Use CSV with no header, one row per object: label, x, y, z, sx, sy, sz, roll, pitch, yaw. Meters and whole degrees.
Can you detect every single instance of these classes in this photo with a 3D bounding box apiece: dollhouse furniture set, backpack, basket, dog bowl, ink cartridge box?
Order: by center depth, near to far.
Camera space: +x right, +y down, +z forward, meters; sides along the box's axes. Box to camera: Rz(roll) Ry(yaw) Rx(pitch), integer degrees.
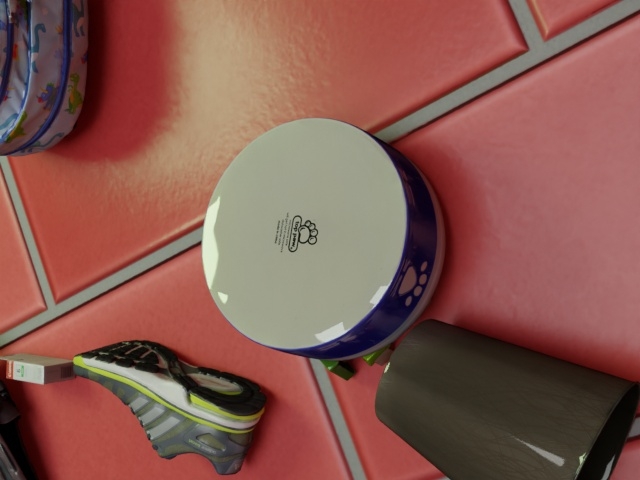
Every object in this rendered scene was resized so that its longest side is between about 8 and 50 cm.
basket,0.182,0.187,0.984,0.226,0.154,0.204,26,107,31
dog bowl,0.000,0.000,1.069,0.264,0.104,0.265,-7,76,28
dollhouse furniture set,0.065,0.098,1.117,0.152,0.058,0.076,-47,61,3
backpack,-0.450,-0.290,1.291,0.290,0.273,0.356,-2,104,24
ink cartridge box,-0.420,0.186,1.383,0.115,0.063,0.029,2,92,31

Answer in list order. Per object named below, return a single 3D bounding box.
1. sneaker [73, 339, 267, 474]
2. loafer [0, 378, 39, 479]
sneaker,-0.211,0.216,1.240,0.299,0.111,0.121,17,105,31
loafer,-0.471,0.288,1.411,0.095,0.109,0.303,-15,90,7
